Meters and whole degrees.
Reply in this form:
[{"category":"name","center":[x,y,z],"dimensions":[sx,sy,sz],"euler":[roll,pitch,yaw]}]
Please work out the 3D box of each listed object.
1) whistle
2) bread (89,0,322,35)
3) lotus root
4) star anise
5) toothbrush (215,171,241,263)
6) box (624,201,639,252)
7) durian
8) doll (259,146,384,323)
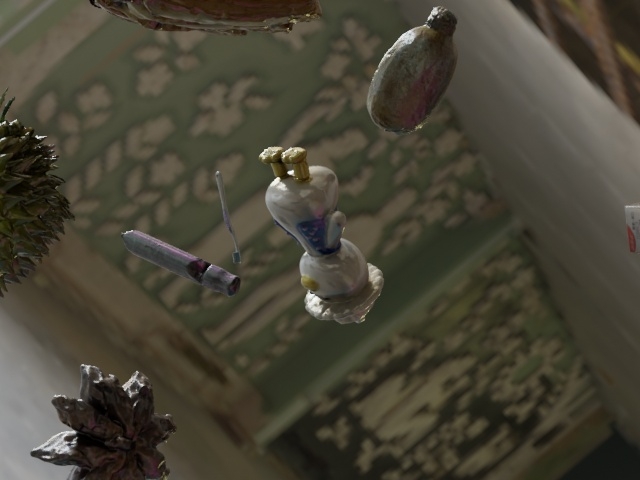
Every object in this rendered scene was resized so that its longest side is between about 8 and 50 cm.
[{"category":"whistle","center":[-0.180,0.028,1.941],"dimensions":[0.176,0.033,0.033],"euler":[23,-10,21]},{"category":"bread","center":[-0.179,-0.392,2.040],"dimensions":[0.167,0.324,0.277],"euler":[-37,-118,52]},{"category":"lotus root","center":[0.136,-0.236,2.096],"dimensions":[0.088,0.192,0.113],"euler":[40,19,32]},{"category":"star anise","center":[-0.318,0.311,2.306],"dimensions":[0.236,0.223,0.109],"euler":[13,-3,-35]},{"category":"toothbrush","center":[-0.128,-0.032,2.092],"dimensions":[0.011,0.013,0.131],"euler":[-7,-83,44]},{"category":"box","center":[0.421,-0.032,1.668],"dimensions":[0.039,0.218,0.055],"euler":[0,-78,51]},{"category":"durian","center":[-0.357,-0.026,1.528],"dimensions":[0.169,0.158,0.352],"euler":[54,-24,-13]},{"category":"doll","center":[0.000,0.000,2.047],"dimensions":[0.138,0.119,0.293],"euler":[11,-44,44]}]
